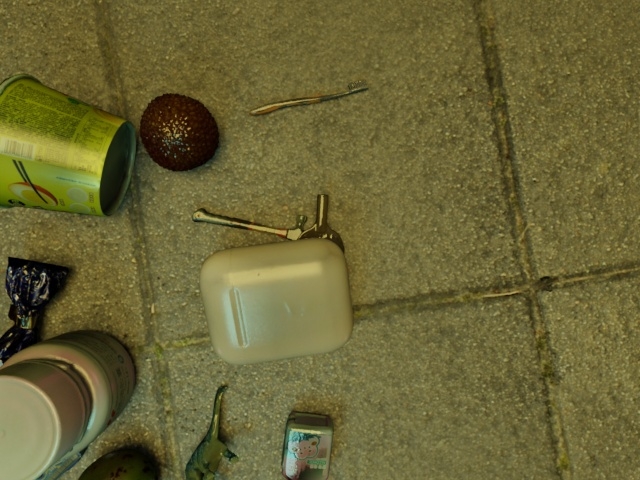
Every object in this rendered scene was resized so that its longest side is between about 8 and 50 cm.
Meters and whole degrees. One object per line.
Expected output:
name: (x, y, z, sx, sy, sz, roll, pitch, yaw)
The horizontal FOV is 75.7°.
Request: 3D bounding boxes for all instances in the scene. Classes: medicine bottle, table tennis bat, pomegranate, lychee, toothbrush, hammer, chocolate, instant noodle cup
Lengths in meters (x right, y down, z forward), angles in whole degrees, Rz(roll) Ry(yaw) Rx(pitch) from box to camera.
medicine bottle: (-0.580, 0.345, 0.892, 0.256, 0.325, 0.256, 0, 88, -5)
table tennis bat: (0.000, 0.000, 1.050, 0.131, 0.022, 0.234, 3, 97, -11)
pomegranate: (-0.491, 0.593, 0.954, 0.179, 0.210, 0.179, 0, 91, 23)
medicine bottle: (-0.036, 0.535, 1.015, 0.119, 0.094, 0.188, 7, 88, -2)
lychee: (-0.337, -0.255, 0.991, 0.194, 0.194, 0.194, 0, 89, -1)
toothbrush: (-0.030, -0.368, 1.074, 0.321, 0.023, 0.031, -16, 82, -2)
hammer: (-0.184, -0.039, 1.059, 0.287, 0.033, 0.111, 12, 88, 0)
chocolate: (-0.731, 0.207, 1.007, 0.148, 0.126, 0.343, 17, 91, 38)
instant noodle cup: (-0.573, -0.190, 0.941, 0.221, 0.311, 0.311, 15, 88, -12)

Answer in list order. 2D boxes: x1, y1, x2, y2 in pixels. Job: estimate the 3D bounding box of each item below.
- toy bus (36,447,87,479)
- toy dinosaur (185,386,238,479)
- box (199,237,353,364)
toy bus: (-0.656, 0.556, 1.027, 0.153, 0.051, 0.061, -42, 102, -2)
toy dinosaur: (-0.284, 0.550, 1.009, 0.076, 0.147, 0.363, 23, 92, -41)
box: (-0.100, 0.146, 0.985, 0.349, 0.141, 0.289, -8, 104, -2)
